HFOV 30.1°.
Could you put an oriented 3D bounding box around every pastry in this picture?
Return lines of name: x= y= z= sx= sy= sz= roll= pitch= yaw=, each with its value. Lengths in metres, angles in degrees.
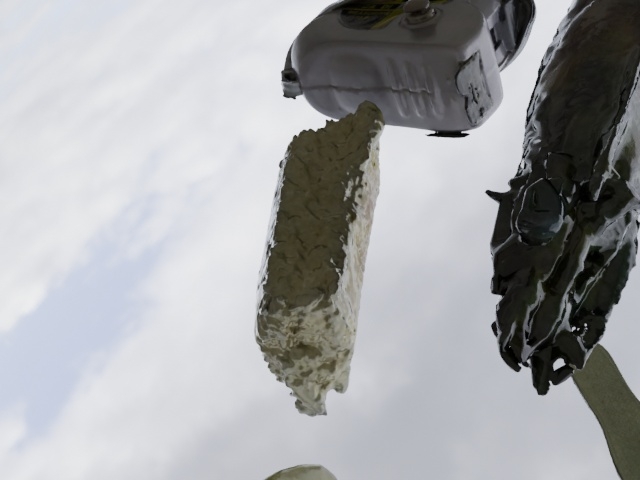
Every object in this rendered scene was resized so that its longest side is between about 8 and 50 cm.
pastry: x=0.001 y=-0.003 z=0.934 sx=0.121 sy=0.089 sz=0.259 roll=107 pitch=-7 yaw=-48

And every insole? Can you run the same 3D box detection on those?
insole: x=0.281 y=0.175 z=1.087 sx=0.063 sy=0.010 sz=0.192 roll=-12 pitch=-124 yaw=-17

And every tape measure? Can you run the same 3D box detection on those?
tape measure: x=0.085 y=-0.184 z=1.109 sx=0.236 sy=0.120 sz=0.197 roll=9 pitch=-139 yaw=39

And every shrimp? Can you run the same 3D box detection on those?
shrimp: x=0.150 y=-0.029 z=0.718 sx=0.445 sy=0.085 sz=0.272 roll=-58 pitch=163 yaw=-56

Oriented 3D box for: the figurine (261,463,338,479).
figurine: x=-0.101 y=0.309 z=0.636 sx=0.338 sy=0.284 sz=0.204 roll=-24 pitch=-158 yaw=20
